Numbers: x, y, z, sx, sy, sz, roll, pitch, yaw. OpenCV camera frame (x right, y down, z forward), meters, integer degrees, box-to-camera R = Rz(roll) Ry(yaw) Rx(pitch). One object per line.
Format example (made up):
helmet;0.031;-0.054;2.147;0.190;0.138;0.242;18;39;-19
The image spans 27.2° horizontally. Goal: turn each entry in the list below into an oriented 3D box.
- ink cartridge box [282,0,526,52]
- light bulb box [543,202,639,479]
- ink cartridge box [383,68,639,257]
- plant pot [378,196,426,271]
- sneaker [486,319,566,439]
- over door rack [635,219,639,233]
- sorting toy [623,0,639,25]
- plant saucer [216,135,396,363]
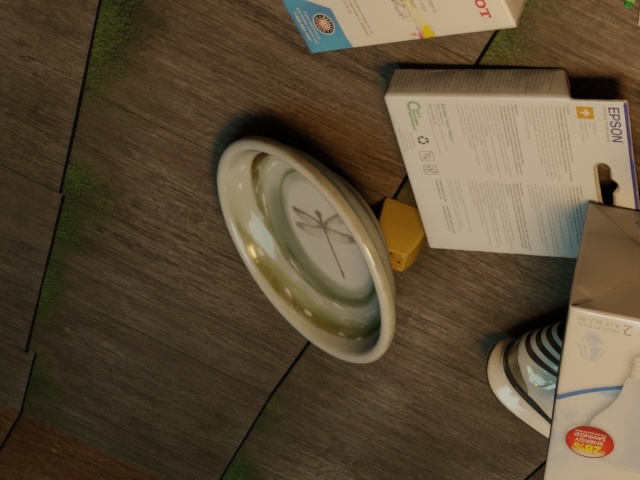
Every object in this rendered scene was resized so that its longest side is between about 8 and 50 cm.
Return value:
ink cartridge box;0.094;-0.360;1.498;0.270;0.197;0.198;-2;138;32
light bulb box;0.508;0.176;1.811;0.358;0.225;0.361;10;133;14
ink cartridge box;0.281;-0.103;1.846;0.330;0.071;0.324;3;140;21
plant pot;0.120;-0.002;2.062;0.081;0.083;0.081;20;145;6
sneaker;0.505;0.287;2.143;0.447;0.169;0.257;37;145;-14
over door rack;0.552;0.062;1.543;0.239;0.108;0.324;-30;84;12
sorting toy;0.399;-0.276;1.592;0.083;0.012;0.062;11;144;17
plant saucer;0.000;0.000;2.045;0.400;0.100;0.400;40;149;30
